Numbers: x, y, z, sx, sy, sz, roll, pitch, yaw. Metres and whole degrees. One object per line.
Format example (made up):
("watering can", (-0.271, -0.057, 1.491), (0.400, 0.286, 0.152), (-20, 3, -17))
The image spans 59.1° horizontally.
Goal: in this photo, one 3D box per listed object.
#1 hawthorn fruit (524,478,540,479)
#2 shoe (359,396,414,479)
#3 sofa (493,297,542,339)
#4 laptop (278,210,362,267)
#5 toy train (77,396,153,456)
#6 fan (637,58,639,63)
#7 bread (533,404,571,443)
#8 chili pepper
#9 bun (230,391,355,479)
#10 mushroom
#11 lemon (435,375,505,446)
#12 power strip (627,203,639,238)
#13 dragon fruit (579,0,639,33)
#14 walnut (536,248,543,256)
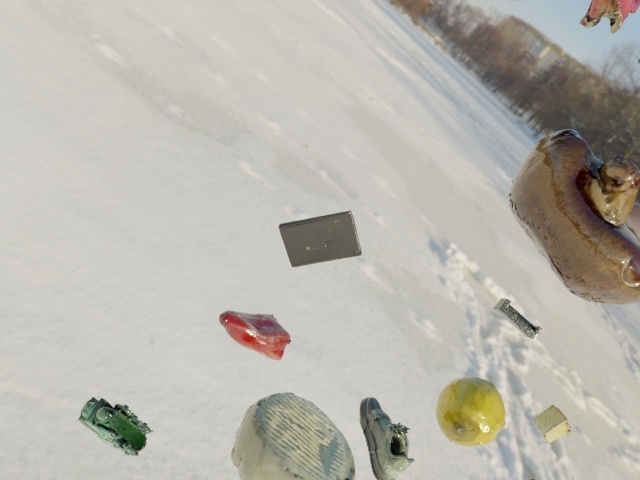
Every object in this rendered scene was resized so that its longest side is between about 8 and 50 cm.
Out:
("hawthorn fruit", (0.607, 0.757, 1.605), (0.194, 0.157, 0.157), (27, 13, 30))
("shoe", (0.218, 0.601, 1.771), (0.109, 0.149, 0.293), (33, 30, -32))
("sofa", (0.504, 0.200, 1.445), (0.118, 0.039, 0.060), (41, 0, 3))
("laptop", (0.000, 0.000, 1.462), (0.016, 0.197, 0.135), (-78, 154, -62))
("toy train", (-0.403, 0.362, 1.099), (0.111, 0.170, 0.071), (12, 54, 22))
("fan", (0.999, -0.575, 1.619), (0.038, 0.193, 0.016), (40, 16, -34))
("bread", (0.628, 0.512, 1.504), (0.109, 0.084, 0.080), (55, 4, -14))
("chili pepper", (-0.195, 0.265, 1.603), (0.252, 0.136, 0.144), (31, 45, -58))
("bun", (-0.082, 0.570, 1.443), (0.359, 0.211, 0.360), (32, 19, -12))
("mushroom", (0.325, -0.021, 0.716), (0.194, 0.138, 0.231), (50, 23, -62))
("lemon", (0.517, 0.586, 1.945), (0.233, 0.233, 0.288), (49, 26, 16))
("power strip", (0.745, -0.026, 1.431), (0.078, 0.154, 0.154), (2, 40, -24))
("dragon fruit", (0.608, -0.554, 1.194), (0.134, 0.212, 0.262), (20, 14, 41))
("walnut", (0.491, -0.030, 1.092), (0.140, 0.162, 0.140), (26, 44, -28))
